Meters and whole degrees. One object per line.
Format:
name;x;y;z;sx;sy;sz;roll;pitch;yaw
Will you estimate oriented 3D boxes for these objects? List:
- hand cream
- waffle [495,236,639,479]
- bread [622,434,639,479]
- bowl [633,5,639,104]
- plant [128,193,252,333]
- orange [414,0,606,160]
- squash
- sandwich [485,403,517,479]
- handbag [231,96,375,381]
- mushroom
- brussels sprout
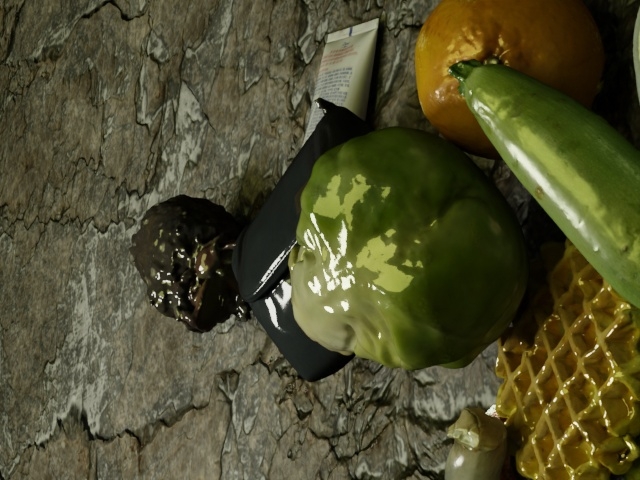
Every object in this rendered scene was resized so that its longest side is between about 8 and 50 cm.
hand cream;0.025;-0.189;2.163;0.133;0.083;0.248;-1;75;57
waffle;0.277;0.146;1.697;0.329;0.062;0.329;-173;90;-67
bread;0.390;0.191;1.582;0.228;0.033;0.228;-11;76;55
bowl;0.423;-0.183;1.421;0.435;0.196;0.435;-11;77;57
plant;-0.178;0.043;2.352;0.234;0.178;0.204;41;110;39
orange;0.214;-0.197;1.733;0.219;0.193;0.219;11;122;18
squash;0.274;-0.069;1.568;0.370;0.118;0.118;50;131;17
sandwich;0.215;0.264;1.846;0.067;0.029;0.135;-5;85;56
handbag;-0.001;0.002;2.011;0.275;0.178;0.302;49;129;12
mushroom;0.187;0.327;1.779;0.096;0.099;0.278;-133;36;-74
brussels sprout;0.100;0.025;1.738;0.243;0.273;0.317;-60;-10;-52
